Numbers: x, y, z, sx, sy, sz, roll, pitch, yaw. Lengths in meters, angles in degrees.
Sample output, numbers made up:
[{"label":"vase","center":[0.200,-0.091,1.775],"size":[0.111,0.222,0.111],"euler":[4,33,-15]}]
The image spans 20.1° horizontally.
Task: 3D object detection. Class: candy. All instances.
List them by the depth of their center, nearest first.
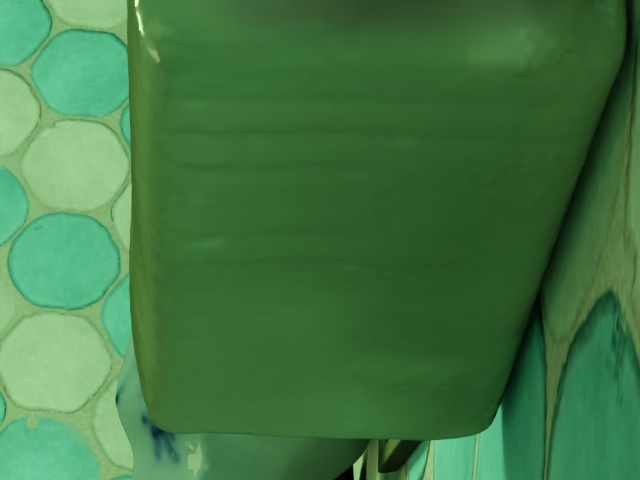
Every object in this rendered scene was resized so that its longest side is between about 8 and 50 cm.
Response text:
[{"label":"candy","center":[0.013,-0.036,0.849],"size":[0.359,0.208,0.145],"euler":[100,167,-58]}]

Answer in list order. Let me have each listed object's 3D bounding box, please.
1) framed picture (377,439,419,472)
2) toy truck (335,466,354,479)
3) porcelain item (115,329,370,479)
[{"label":"framed picture","center":[0.071,0.014,1.465],"size":[0.240,0.020,0.324],"euler":[107,167,-76]},{"label":"toy truck","center":[0.000,0.330,1.863],"size":[0.121,0.088,0.259],"euler":[95,176,-55]},{"label":"porcelain item","center":[-0.054,0.101,1.611],"size":[0.242,0.178,0.405],"euler":[-10,58,53]}]
